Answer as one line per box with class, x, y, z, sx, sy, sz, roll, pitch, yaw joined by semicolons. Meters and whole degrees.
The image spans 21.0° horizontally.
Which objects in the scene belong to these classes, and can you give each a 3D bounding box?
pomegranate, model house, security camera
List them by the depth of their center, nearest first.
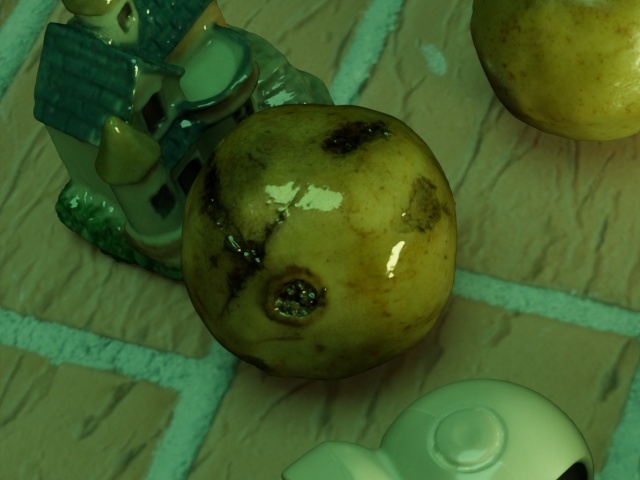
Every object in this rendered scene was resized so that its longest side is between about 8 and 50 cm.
security camera;0.109;0.213;1.411;0.236;0.194;0.194;-28;54;-9
pomegranate;0.000;0.000;1.559;0.260;0.260;0.260;-6;55;9
model house;-0.152;-0.157;1.642;0.194;0.325;0.267;24;65;29
pomegranate;0.249;-0.204;1.649;0.233;0.233;0.233;-6;55;9
